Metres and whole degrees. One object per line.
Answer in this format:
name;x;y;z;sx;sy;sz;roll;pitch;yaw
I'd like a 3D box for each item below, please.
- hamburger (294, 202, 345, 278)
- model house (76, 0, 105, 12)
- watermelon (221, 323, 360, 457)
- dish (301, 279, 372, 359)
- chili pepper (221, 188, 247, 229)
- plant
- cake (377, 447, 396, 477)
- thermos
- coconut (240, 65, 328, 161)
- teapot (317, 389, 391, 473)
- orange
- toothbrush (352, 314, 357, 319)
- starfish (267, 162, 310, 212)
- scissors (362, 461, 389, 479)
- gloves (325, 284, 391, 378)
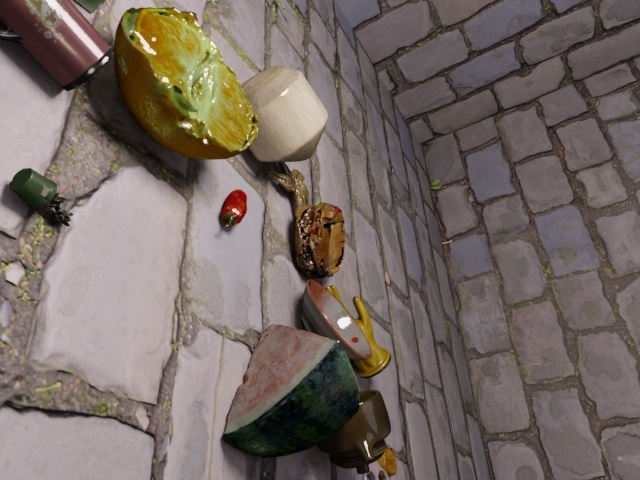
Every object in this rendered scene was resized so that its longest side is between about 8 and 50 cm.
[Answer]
hamburger;0.000;0.000;1.490;0.231;0.107;0.230;-2;90;-69
model house;-0.419;-0.532;0.960;0.100;0.149;0.127;26;50;-54
watermelon;-0.025;0.291;1.067;0.283;0.251;0.292;48;34;-51
dish;0.022;0.229;1.353;0.260;0.085;0.260;48;9;-10
chili pepper;-0.200;-0.077;1.208;0.059;0.050;0.191;41;26;-20
plant;-0.404;-0.061;0.756;0.102;0.051;0.051;58;24;-51
cake;0.190;0.653;1.502;0.084;0.044;0.084;47;31;-41
thermos;-0.486;-0.385;0.775;0.330;0.136;0.109;51;2;-37
coconut;-0.106;-0.324;1.382;0.266;0.237;0.237;50;30;-26
teapot;0.078;0.471;1.241;0.267;0.186;0.175;132;-54;-77
orange;-0.280;-0.298;1.028;0.334;0.196;0.262;47;18;-50
toothbrush;0.131;0.322;1.671;0.017;0.014;0.162;-2;74;-46
starfish;-0.083;-0.166;1.548;0.277;0.062;0.236;68;18;6
scissors;0.144;0.615;1.451;0.100;0.015;0.189;18;45;-37
gloves;0.089;0.263;1.531;0.294;0.116;0.133;57;20;-14
